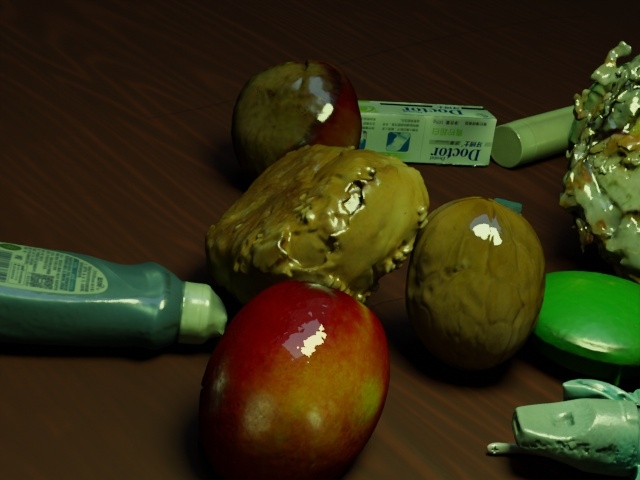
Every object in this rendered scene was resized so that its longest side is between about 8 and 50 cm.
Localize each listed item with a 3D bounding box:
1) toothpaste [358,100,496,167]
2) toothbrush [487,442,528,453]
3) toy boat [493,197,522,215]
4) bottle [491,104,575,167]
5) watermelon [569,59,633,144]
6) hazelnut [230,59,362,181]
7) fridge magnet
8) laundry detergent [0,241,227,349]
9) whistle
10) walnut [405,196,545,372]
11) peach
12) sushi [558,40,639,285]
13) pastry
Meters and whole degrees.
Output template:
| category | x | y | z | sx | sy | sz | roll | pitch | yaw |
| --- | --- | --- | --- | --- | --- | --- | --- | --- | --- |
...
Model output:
| category | x | y | z | sx | sy | sz | roll | pitch | yaw |
| --- | --- | --- | --- | --- | --- | --- | --- | --- | --- |
| toothpaste | 0.100 | -0.166 | 2.190 | 0.337 | 0.081 | 0.067 | 1 | 24 | -15 |
| toothbrush | 0.255 | 0.223 | 1.529 | 0.162 | 0.014 | 0.017 | 2 | 11 | -12 |
| toy boat | 0.238 | -0.010 | 1.940 | 0.069 | 0.058 | 0.173 | 16 | 27 | 14 |
| bottle | 0.359 | -0.168 | 2.281 | 0.201 | 0.072 | 0.072 | -18 | 36 | -41 |
| watermelon | 0.501 | -0.192 | 2.161 | 0.222 | 0.292 | 0.319 | 19 | 37 | 12 |
| hazelnut | -0.023 | -0.153 | 2.029 | 0.208 | 0.208 | 0.208 | 7 | 26 | -3 |
| fridge magnet | 0.336 | 0.099 | 1.716 | 0.208 | 0.088 | 0.208 | 8 | 25 | -4 |
| laundry detergent | -0.251 | 0.071 | 1.607 | 0.290 | 0.094 | 0.143 | 8 | 20 | -7 |
| whistle | 0.337 | 0.209 | 1.488 | 0.274 | 0.093 | 0.186 | 6 | 35 | -5 |
| walnut | 0.178 | 0.052 | 1.636 | 0.167 | 0.207 | 0.167 | 4 | 12 | -1 |
| peach | -0.030 | 0.158 | 1.448 | 0.190 | 0.226 | 0.196 | 32 | -22 | -24 |
| sushi | 0.508 | -0.103 | 1.852 | 0.418 | 0.417 | 0.176 | 22 | 3 | 25 |
| pastry | 0.000 | 0.000 | 1.669 | 0.255 | 0.162 | 0.311 | -37 | 17 | -7 |
